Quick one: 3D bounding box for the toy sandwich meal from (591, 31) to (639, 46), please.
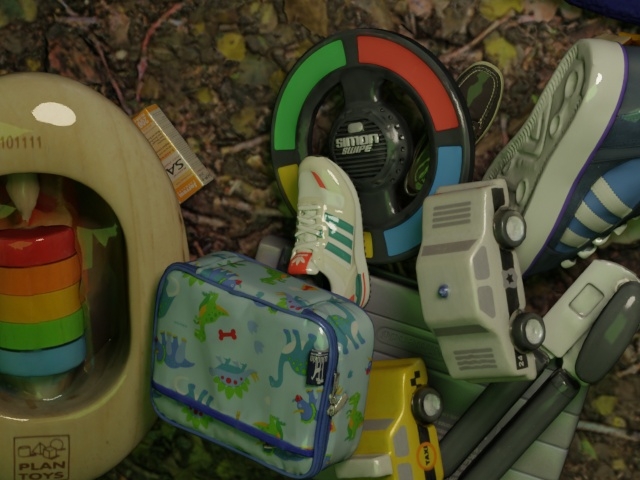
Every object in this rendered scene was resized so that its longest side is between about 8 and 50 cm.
[{"bbox_3d":[0.279,-0.175,1.629,0.086,0.085,0.029,-21,111,16],"label":"toy sandwich meal"}]

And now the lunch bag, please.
[{"bbox_3d":[-0.058,0.119,1.638,0.219,0.090,0.176,22,114,32],"label":"lunch bag"}]

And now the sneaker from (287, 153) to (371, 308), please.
[{"bbox_3d":[0.000,0.000,1.666,0.057,0.075,0.161,-2,104,39],"label":"sneaker"}]

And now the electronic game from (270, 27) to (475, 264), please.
[{"bbox_3d":[0.047,-0.090,1.681,0.229,0.048,0.229,7,102,34],"label":"electronic game"}]

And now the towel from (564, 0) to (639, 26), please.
[{"bbox_3d":[0.252,-0.316,1.585,0.308,0.076,0.227,18,134,8],"label":"towel"}]

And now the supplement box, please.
[{"bbox_3d":[-0.165,-0.080,1.769,0.062,0.036,0.098,-37,92,18],"label":"supplement box"}]

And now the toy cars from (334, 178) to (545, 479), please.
[{"bbox_3d":[0.095,0.126,1.617,0.176,0.087,0.393,42,125,33],"label":"toy cars"}]

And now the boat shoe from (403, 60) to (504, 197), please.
[{"bbox_3d":[0.129,-0.102,1.691,0.056,0.049,0.152,29,109,2],"label":"boat shoe"}]

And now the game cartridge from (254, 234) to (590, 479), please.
[{"bbox_3d":[0.081,0.152,1.755,0.355,0.068,0.230,18,109,8],"label":"game cartridge"}]

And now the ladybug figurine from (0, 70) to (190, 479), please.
[{"bbox_3d":[-0.284,0.041,1.729,0.305,0.162,0.449,-1,111,-11],"label":"ladybug figurine"}]

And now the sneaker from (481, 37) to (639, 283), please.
[{"bbox_3d":[0.293,-0.043,1.628,0.236,0.130,0.322,12,134,-16],"label":"sneaker"}]

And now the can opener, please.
[{"bbox_3d":[0.205,0.138,1.646,0.076,0.095,0.283,40,107,2],"label":"can opener"}]
